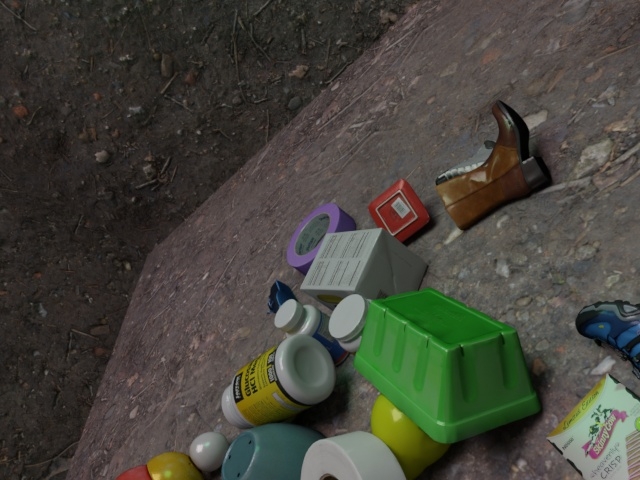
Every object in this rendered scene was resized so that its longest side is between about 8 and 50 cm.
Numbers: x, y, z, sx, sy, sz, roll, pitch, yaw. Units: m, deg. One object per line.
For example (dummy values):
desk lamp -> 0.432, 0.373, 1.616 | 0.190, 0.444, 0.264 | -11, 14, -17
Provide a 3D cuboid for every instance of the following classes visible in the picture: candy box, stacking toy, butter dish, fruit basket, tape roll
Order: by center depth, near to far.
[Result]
candy box -> 0.493, 0.341, 0.862 | 0.159, 0.071, 0.233 | -51, 27, 6
tape roll -> 0.069, 0.539, 1.116 | 0.286, 0.100, 0.286 | -1, 89, 59
fruit basket -> 0.233, 0.325, 1.170 | 0.392, 0.283, 0.392 | 170, 90, -68
butter dish -> 0.256, -0.085, 1.704 | 0.160, 0.118, 0.160 | -39, 72, 29
stacking toy -> -0.479, 0.779, 1.711 | 0.480, 0.350, 0.350 | -39, 24, -15
tape roll -> 0.000, 0.000, 2.023 | 0.275, 0.090, 0.275 | -37, 32, 28

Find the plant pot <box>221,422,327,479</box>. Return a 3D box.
plant pot -> -0.135, 0.589, 1.418 | 0.290, 0.195, 0.290 | -38, 30, 27

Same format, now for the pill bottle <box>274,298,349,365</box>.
pill bottle -> -0.022, 0.262, 1.598 | 0.124, 0.221, 0.124 | -38, 30, 27

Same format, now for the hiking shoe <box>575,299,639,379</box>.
hiking shoe -> 0.546, 0.188, 0.915 | 0.132, 0.113, 0.304 | -58, 27, -11

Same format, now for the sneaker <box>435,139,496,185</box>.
sneaker -> 0.447, -0.220, 1.605 | 0.229, 0.086, 0.132 | -15, 39, 36

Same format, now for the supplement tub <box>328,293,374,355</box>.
supplement tub -> 0.133, 0.238, 1.407 | 0.144, 0.200, 0.144 | -38, 30, 27

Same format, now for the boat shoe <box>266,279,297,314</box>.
boat shoe -> -0.138, 0.229, 1.980 | 0.089, 0.109, 0.258 | -57, 10, 8

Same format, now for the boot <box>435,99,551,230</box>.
boot -> 0.436, -0.202, 1.491 | 0.280, 0.096, 0.264 | -32, 77, 37

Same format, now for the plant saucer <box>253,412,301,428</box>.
plant saucer -> -0.117, 0.495, 1.675 | 0.241, 0.037, 0.241 | -38, 30, 26

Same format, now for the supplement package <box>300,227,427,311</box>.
supplement package -> 0.121, 0.104, 1.586 | 0.263, 0.199, 0.198 | -5, 54, 55

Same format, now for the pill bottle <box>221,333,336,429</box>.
pill bottle -> -0.128, 0.404, 1.530 | 0.334, 0.188, 0.188 | -39, 30, 37
